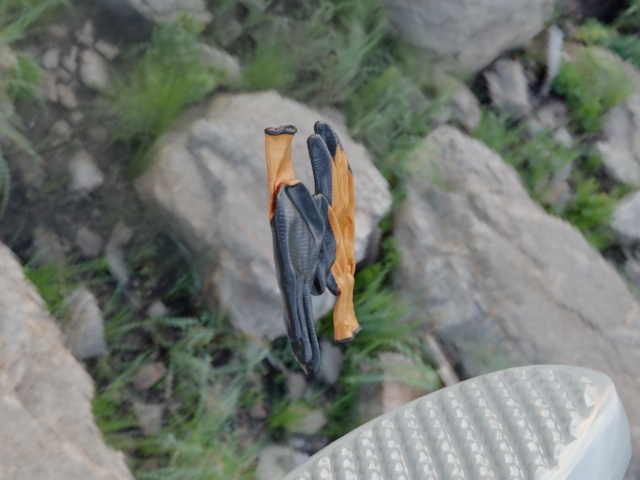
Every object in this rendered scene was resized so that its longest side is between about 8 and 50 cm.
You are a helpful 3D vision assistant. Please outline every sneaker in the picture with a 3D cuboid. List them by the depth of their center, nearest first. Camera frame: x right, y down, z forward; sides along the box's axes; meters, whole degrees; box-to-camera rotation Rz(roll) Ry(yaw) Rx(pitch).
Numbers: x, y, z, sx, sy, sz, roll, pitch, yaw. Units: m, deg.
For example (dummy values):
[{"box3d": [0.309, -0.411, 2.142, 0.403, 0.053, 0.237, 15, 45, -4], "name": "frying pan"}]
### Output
[{"box3d": [0.010, 0.203, 0.550, 0.366, 0.135, 0.150, -41, 119, -24], "name": "sneaker"}]

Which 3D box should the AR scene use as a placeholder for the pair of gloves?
[{"box3d": [0.000, 0.000, 0.423, 0.083, 0.010, 0.074, -23, 108, -74], "name": "pair of gloves"}]
